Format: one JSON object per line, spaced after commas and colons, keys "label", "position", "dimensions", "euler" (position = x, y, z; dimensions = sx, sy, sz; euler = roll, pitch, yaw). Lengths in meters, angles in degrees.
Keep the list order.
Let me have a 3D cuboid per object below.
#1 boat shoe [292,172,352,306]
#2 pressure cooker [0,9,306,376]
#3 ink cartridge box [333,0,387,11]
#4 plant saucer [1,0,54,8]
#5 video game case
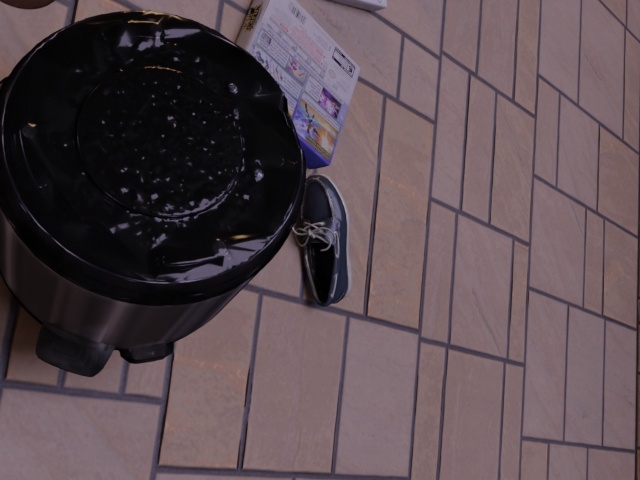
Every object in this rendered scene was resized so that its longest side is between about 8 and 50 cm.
{"label": "boat shoe", "position": [0.000, 0.000, 1.535], "dimensions": [0.079, 0.095, 0.254], "euler": [-24, 112, -58]}
{"label": "pressure cooker", "position": [-0.245, -0.041, 1.054], "dimensions": [0.370, 0.420, 0.375], "euler": [-24, 82, -26]}
{"label": "ink cartridge box", "position": [0.047, -0.610, 1.688], "dimensions": [0.224, 0.045, 0.223], "euler": [0, 85, -47]}
{"label": "plant saucer", "position": [-0.433, -0.421, 1.157], "dimensions": [0.169, 0.029, 0.168], "euler": [8, 79, -46]}
{"label": "video game case", "position": [-0.052, -0.309, 1.533], "dimensions": [0.269, 0.061, 0.244], "euler": [38, 58, -38]}
